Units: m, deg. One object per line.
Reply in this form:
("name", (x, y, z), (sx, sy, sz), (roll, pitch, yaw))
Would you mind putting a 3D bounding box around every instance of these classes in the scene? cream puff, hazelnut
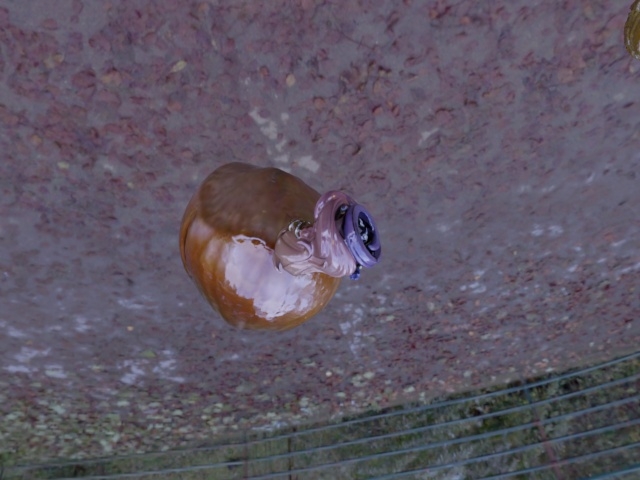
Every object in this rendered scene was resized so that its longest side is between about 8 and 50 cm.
("cream puff", (0.562, -0.361, 0.786), (0.126, 0.103, 0.144), (-17, 141, 12))
("hazelnut", (-0.123, 0.019, 0.991), (0.372, 0.315, 0.373), (8, 110, 22))

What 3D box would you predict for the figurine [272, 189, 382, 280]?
("figurine", (0.002, 0.000, 0.666), (0.156, 0.114, 0.126), (-15, 95, 6))
